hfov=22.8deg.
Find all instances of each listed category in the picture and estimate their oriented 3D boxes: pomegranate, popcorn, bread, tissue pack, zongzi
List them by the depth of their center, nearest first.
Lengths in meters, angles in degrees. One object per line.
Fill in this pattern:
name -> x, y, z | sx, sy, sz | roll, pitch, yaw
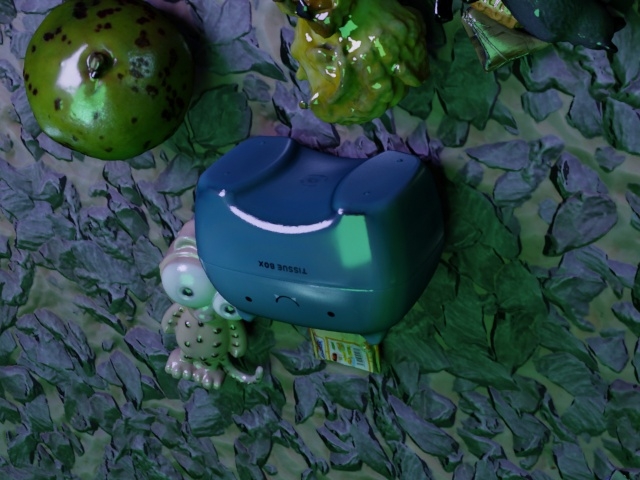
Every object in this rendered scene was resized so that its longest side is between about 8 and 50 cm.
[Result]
bread -> 0.168, -0.283, 1.734 | 0.157, 0.044, 0.052 | 32, 124, 10
zongzi -> 0.204, -0.234, 1.753 | 0.083, 0.040, 0.076 | -21, 101, 27
popcorn -> 0.028, -0.233, 1.797 | 0.195, 0.173, 0.168 | 50, 154, -18
tissue pack -> 0.000, 0.000, 1.921 | 0.287, 0.198, 0.206 | 9, 123, 25
pomegranate -> -0.262, -0.199, 1.978 | 0.211, 0.211, 0.263 | 44, 173, -1

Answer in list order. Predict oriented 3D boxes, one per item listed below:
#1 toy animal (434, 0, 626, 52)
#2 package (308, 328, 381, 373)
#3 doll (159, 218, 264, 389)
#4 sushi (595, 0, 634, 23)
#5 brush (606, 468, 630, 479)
toy animal -> 0.227, -0.273, 1.639 | 0.210, 0.121, 0.117 | 18, 137, -1
package -> 0.030, 0.121, 2.098 | 0.120, 0.031, 0.108 | 11, 124, 32
doll -> -0.143, 0.093, 2.133 | 0.154, 0.119, 0.278 | 12, 132, 8
sushi -> 0.226, -0.432, 1.582 | 0.359, 0.064, 0.343 | 32, 142, 3
brush -> 0.424, 0.364, 2.011 | 0.178, 0.033, 0.030 | 45, 138, -1
